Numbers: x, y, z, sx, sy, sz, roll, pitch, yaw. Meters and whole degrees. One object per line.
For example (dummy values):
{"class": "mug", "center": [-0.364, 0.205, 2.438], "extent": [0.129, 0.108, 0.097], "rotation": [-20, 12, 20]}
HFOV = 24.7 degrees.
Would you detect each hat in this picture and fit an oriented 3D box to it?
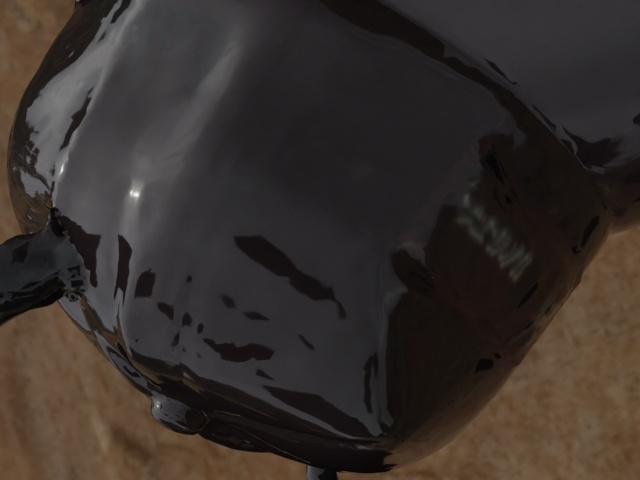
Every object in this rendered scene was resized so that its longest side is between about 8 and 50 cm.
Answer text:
{"class": "hat", "center": [0.012, 0.020, 0.518], "extent": [0.336, 0.238, 0.209], "rotation": [-5, 60, 38]}
